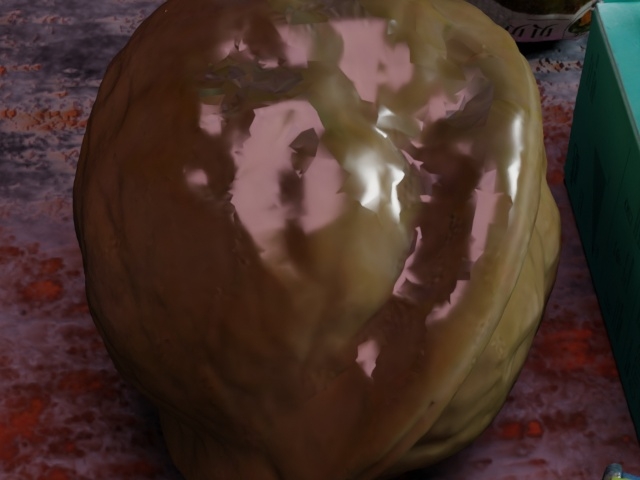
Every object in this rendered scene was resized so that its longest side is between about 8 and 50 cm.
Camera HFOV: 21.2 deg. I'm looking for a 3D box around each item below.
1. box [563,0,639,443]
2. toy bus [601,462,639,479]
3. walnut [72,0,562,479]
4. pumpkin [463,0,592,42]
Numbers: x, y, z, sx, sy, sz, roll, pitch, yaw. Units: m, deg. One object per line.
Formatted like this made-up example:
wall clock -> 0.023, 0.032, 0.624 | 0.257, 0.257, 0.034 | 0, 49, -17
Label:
box -> 0.279, -0.013, 1.289 | 0.118, 0.205, 0.311 | -4, 49, -7
toy bus -> 0.298, 0.264, 1.035 | 0.312, 0.152, 0.190 | 17, 11, 8
walnut -> -0.004, -0.014, 1.184 | 0.383, 0.383, 0.383 | 3, 49, -3
pumpkin -> 0.189, -0.305, 1.567 | 0.260, 0.189, 0.260 | 5, 69, -13
